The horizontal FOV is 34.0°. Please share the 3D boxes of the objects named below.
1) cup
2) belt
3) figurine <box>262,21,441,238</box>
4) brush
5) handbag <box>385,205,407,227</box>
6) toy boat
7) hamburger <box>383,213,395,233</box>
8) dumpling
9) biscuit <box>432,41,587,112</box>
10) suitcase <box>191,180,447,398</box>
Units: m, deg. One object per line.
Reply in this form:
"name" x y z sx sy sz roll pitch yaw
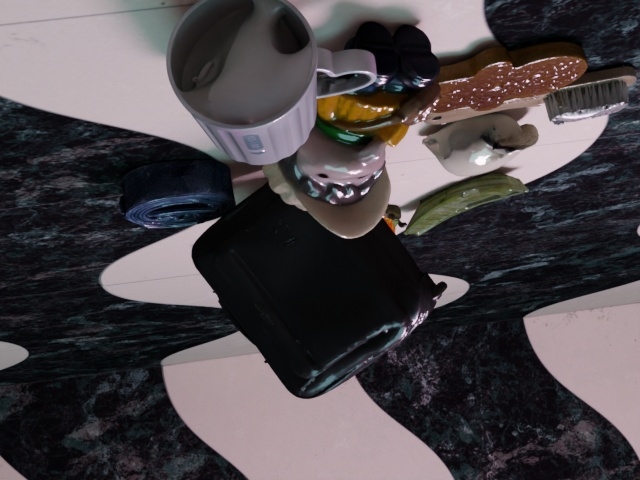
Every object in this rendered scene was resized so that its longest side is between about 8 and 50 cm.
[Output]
"cup" -0.059 -0.175 1.246 0.221 0.167 0.202 23 171 7
"belt" -0.239 -0.074 1.744 0.190 0.082 0.141 -5 160 -16
"figurine" 0.037 -0.171 1.436 0.185 0.205 0.332 0 135 -25
"brush" 0.320 -0.204 1.600 0.327 0.065 0.070 -9 168 6
"handbag" 0.119 -0.044 2.129 0.111 0.047 0.072 3 161 -43
"toy boat" 0.277 -0.077 2.076 0.093 0.055 0.293 4 161 -42
"hamburger" 0.000 0.000 1.967 0.294 0.179 0.276 -5 166 -14
"dumpling" 0.266 -0.157 1.710 0.176 0.093 0.150 -26 172 37
"biscuit" 0.262 -0.234 1.491 0.236 0.039 0.180 -9 163 0
"suitcase" -0.014 0.062 1.752 0.339 0.345 0.188 -37 -179 30
